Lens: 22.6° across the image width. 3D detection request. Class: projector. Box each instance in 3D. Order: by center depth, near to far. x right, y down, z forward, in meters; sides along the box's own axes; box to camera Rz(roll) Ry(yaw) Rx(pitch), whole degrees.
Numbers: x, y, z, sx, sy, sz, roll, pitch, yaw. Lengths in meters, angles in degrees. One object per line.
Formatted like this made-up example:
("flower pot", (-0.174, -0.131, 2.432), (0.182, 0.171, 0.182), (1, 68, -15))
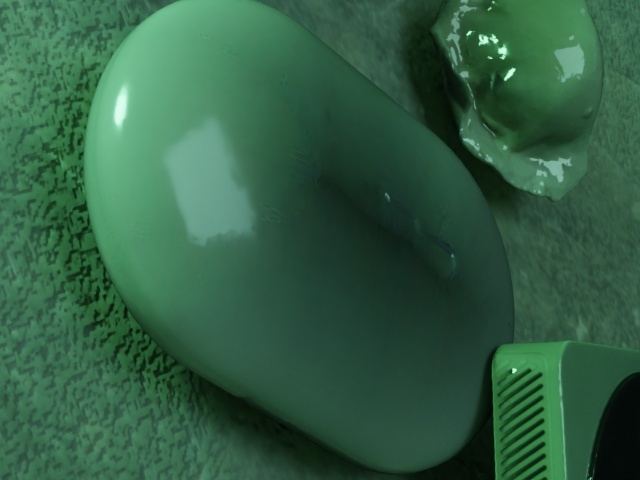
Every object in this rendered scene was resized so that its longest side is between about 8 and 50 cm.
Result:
("projector", (0.178, 0.197, 1.007), (0.259, 0.079, 0.257), (13, 73, -59))

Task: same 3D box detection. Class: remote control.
("remote control", (0.000, 0.000, 0.904), (0.332, 0.103, 0.221), (35, 56, -35))

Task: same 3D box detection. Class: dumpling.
("dumpling", (0.133, -0.119, 1.136), (0.127, 0.108, 0.188), (-3, 88, -25))
